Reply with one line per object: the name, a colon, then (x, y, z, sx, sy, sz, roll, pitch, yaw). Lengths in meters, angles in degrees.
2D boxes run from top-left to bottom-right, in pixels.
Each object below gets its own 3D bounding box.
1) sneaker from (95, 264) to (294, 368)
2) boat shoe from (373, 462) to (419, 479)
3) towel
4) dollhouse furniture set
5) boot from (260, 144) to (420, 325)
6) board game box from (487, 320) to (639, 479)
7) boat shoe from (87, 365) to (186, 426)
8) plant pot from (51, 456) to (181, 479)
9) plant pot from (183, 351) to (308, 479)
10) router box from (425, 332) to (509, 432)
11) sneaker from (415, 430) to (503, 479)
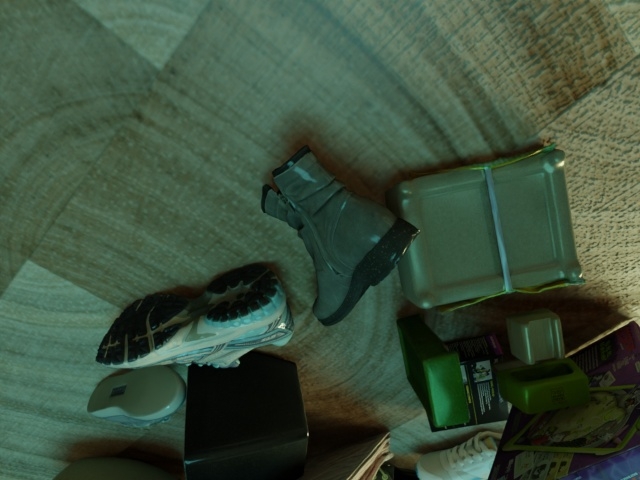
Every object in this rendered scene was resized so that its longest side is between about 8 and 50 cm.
sneaker: (-0.168, 0.138, 0.607, 0.283, 0.110, 0.122, -16, 128, 12)
boat shoe: (0.140, 0.488, 0.872, 0.305, 0.109, 0.091, 9, 91, 9)
towel: (-0.059, 0.426, 0.737, 0.332, 0.053, 0.317, -26, 164, 18)
dollhouse furniture set: (0.196, 0.050, 0.564, 0.198, 0.151, 0.301, -11, 96, 1)
boot: (0.000, 0.000, 0.523, 0.161, 0.083, 0.246, 38, 148, 5)
board game box: (0.325, 0.215, 0.553, 0.056, 0.347, 0.208, 50, 118, 16)
boat shoe: (-0.272, 0.249, 0.696, 0.228, 0.079, 0.081, -17, 137, 34)
plant pot: (-0.422, 0.519, 0.815, 0.191, 0.284, 0.284, 35, 123, 8)
plant pot: (-0.111, 0.282, 0.675, 0.167, 0.188, 0.187, -2, 127, -11)
router box: (0.227, 0.236, 0.716, 0.133, 0.046, 0.179, -14, 125, 10)
sneaker: (0.291, 0.407, 0.830, 0.229, 0.087, 0.092, -9, 110, 5)
